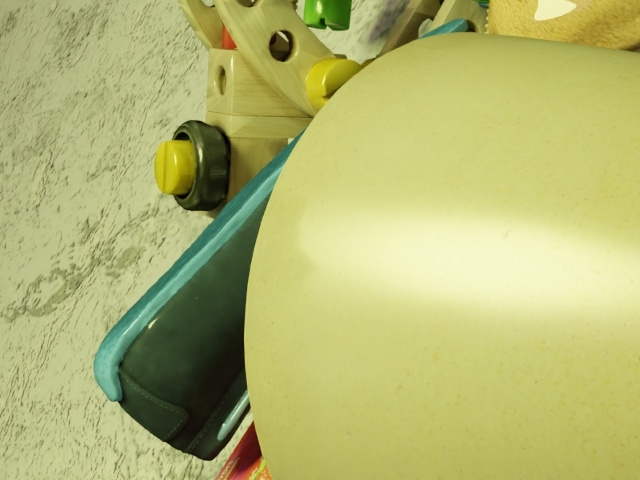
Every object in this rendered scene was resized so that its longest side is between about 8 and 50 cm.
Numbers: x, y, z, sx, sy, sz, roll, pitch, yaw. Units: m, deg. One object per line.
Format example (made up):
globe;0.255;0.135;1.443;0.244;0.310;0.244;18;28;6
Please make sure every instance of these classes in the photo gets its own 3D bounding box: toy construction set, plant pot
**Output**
toy construction set;0.035;-0.089;1.148;0.309;0.257;0.237;8;91;38
plant pot;0.155;0.039;0.699;0.274;0.256;0.256;2;69;50

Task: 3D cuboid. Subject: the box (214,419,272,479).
box;0.054;0.093;0.912;0.128;0.122;0.257;-25;25;52

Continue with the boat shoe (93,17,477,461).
boat shoe;0.000;0.000;0.904;0.258;0.089;0.109;-45;7;-7

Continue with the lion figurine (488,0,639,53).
lion figurine;0.158;-0.182;0.944;0.240;0.142;0.392;2;55;21
